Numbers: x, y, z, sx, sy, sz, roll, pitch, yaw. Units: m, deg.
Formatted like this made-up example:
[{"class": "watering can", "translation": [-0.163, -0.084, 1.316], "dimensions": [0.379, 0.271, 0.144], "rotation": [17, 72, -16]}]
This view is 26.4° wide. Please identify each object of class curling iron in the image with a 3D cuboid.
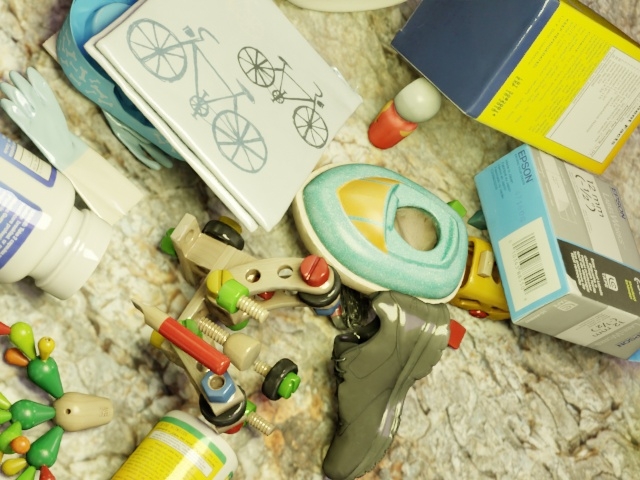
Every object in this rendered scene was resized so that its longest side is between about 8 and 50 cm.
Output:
[{"class": "curling iron", "translation": [0.000, 0.000, 1.910], "dimensions": [0.068, 0.035, 0.274], "rotation": [-20, 87, -53]}]

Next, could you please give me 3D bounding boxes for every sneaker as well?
[{"class": "sneaker", "translation": [0.060, 0.189, 1.829], "dimensions": [0.130, 0.109, 0.286], "rotation": [24, 100, -14]}]

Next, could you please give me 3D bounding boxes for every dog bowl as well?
[{"class": "dog bowl", "translation": [-0.213, -0.213, 1.778], "dimensions": [0.297, 0.074, 0.166], "rotation": [35, 51, -22]}]

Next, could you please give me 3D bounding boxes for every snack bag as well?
[{"class": "snack bag", "translation": [-0.113, -0.215, 1.783], "dimensions": [0.323, 0.037, 0.342], "rotation": [47, 42, -12]}]

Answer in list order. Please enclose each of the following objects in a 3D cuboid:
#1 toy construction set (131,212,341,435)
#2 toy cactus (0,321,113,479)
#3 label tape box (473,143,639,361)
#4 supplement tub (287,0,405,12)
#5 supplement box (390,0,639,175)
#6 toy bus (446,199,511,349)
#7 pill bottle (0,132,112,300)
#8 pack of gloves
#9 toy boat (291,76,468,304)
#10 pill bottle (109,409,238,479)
[{"class": "toy construction set", "translation": [-0.144, 0.082, 1.683], "dimensions": [0.237, 0.309, 0.257], "rotation": [33, 95, 18]}, {"class": "toy cactus", "translation": [-0.331, 0.203, 1.643], "dimensions": [0.180, 0.112, 0.219], "rotation": [4, 70, -40]}, {"class": "label tape box", "translation": [0.398, 0.028, 2.009], "dimensions": [0.347, 0.115, 0.249], "rotation": [17, 50, -40]}, {"class": "supplement tub", "translation": [0.038, -0.500, 1.907], "dimensions": [0.228, 0.228, 0.316], "rotation": [1, 81, -31]}, {"class": "supplement box", "translation": [0.309, -0.259, 1.948], "dimensions": [0.356, 0.195, 0.194], "rotation": [17, 115, -46]}, {"class": "toy bus", "translation": [0.219, 0.043, 1.988], "dimensions": [0.202, 0.104, 0.191], "rotation": [-31, 97, -32]}, {"class": "pill bottle", "translation": [-0.389, -0.044, 1.614], "dimensions": [0.272, 0.152, 0.152], "rotation": [36, 65, -21]}, {"class": "pack of gloves", "translation": [-0.302, -0.149, 1.759], "dimensions": [0.232, 0.046, 0.195], "rotation": [51, 45, -11]}, {"class": "toy boat", "translation": [0.099, -0.074, 1.877], "dimensions": [0.267, 0.148, 0.318], "rotation": [20, 58, -19]}, {"class": "pill bottle", "translation": [-0.206, 0.321, 1.676], "dimensions": [0.117, 0.117, 0.208], "rotation": [48, 61, -15]}]
